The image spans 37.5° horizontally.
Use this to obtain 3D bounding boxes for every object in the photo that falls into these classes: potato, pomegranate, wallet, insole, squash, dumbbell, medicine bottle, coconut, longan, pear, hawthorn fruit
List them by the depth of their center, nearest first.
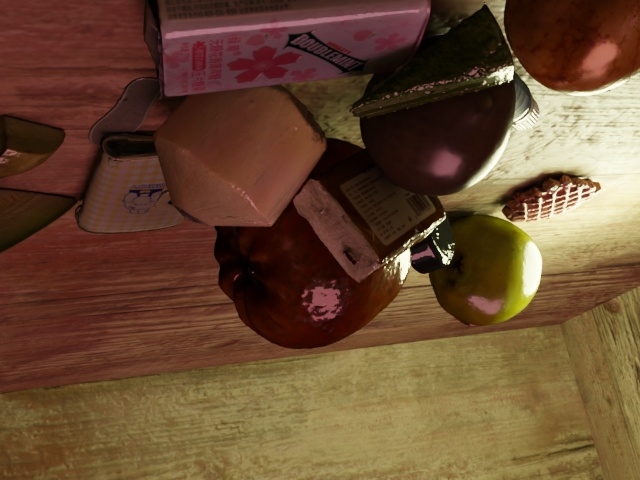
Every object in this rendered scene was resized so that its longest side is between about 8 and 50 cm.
[{"bbox_3d":[0.361,-0.313,1.269,0.248,0.248,0.248,-11,162,-4],"label":"pomegranate"},{"bbox_3d":[-0.134,-0.132,1.461,0.244,0.239,0.239,-49,161,-4],"label":"coconut"},{"bbox_3d":[0.187,-0.197,1.488,0.257,0.258,0.258,-11,162,-4],"label":"longan"},{"bbox_3d":[-0.494,-0.128,1.517,0.149,0.081,0.120,-26,156,36],"label":"potato"},{"bbox_3d":[-0.313,-0.205,1.525,0.080,0.003,0.232,0,159,-34],"label":"insole"},{"bbox_3d":[0.332,-0.255,1.676,0.083,0.084,0.203,-21,161,26],"label":"medicine bottle"},{"bbox_3d":[-0.616,-0.066,1.709,0.111,0.203,0.289,-28,-168,40],"label":"squash"},{"bbox_3d":[-0.320,-0.103,1.729,0.223,0.077,0.309,-1,159,-25],"label":"wallet"},{"bbox_3d":[0.000,0.000,1.792,0.402,0.403,0.403,-11,162,-4],"label":"hawthorn fruit"},{"bbox_3d":[0.122,0.010,2.153,0.322,0.204,0.203,-20,161,23],"label":"dumbbell"},{"bbox_3d":[0.441,0.070,2.427,0.375,0.288,0.287,-5,162,-45],"label":"pear"}]

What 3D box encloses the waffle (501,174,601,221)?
[{"bbox_3d":[0.573,-0.099,2.360,0.221,0.056,0.234,3,158,-38],"label":"waffle"}]

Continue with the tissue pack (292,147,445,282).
[{"bbox_3d":[0.084,-0.054,1.551,0.226,0.183,0.092,-33,170,-46],"label":"tissue pack"}]

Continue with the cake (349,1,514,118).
[{"bbox_3d":[0.159,-0.216,1.320,0.235,0.099,0.100,-34,172,8],"label":"cake"}]

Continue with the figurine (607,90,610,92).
[{"bbox_3d":[0.457,-0.309,1.533,0.192,0.147,0.126,-22,153,-39],"label":"figurine"}]

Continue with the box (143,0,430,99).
[{"bbox_3d":[-0.052,-0.287,1.273,0.369,0.112,0.190,-10,161,-10],"label":"box"}]
